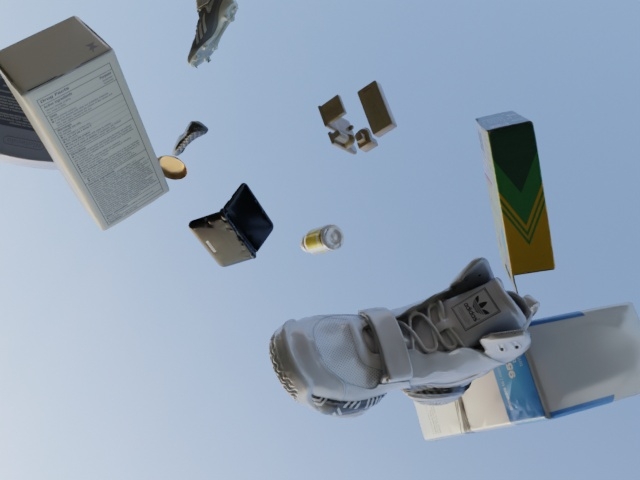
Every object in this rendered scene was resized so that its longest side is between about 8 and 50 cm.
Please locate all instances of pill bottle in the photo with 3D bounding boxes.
[{"bbox_3d":[0.000,0.000,1.446,0.116,0.065,0.065,-15,-108,55],"label":"pill bottle"}]

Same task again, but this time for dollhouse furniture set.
[{"bbox_3d":[0.106,-0.267,1.355,0.151,0.123,0.144,-29,-113,28],"label":"dollhouse furniture set"}]

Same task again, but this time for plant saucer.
[{"bbox_3d":[-0.370,-0.185,1.482,0.083,0.083,0.015,-11,-132,24],"label":"plant saucer"}]

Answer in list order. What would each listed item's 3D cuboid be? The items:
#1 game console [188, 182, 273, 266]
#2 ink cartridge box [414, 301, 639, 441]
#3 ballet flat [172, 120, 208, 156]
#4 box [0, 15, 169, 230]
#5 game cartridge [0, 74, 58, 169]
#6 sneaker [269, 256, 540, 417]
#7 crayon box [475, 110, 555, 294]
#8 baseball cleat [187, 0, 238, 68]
[{"bbox_3d":[-0.155,-0.025,1.051,0.107,0.122,0.071,-17,-137,16],"label":"game console"},{"bbox_3d":[0.393,0.267,1.172,0.395,0.285,0.166,133,-53,-58],"label":"ink cartridge box"},{"bbox_3d":[-0.355,-0.265,1.599,0.173,0.049,0.058,-29,-137,52],"label":"ballet flat"},{"bbox_3d":[-0.369,-0.176,0.960,0.148,0.311,0.121,-35,-121,-21],"label":"box"},{"bbox_3d":[-0.588,-0.249,1.214,0.297,0.062,0.198,10,-103,-17],"label":"game cartridge"},{"bbox_3d":[0.120,0.113,0.748,0.210,0.365,0.137,-45,-130,31],"label":"sneaker"},{"bbox_3d":[0.365,-0.071,1.118,0.081,0.202,0.319,-11,-74,12],"label":"crayon box"},{"bbox_3d":[-0.297,-0.553,1.545,0.109,0.072,0.206,44,-75,10],"label":"baseball cleat"}]
